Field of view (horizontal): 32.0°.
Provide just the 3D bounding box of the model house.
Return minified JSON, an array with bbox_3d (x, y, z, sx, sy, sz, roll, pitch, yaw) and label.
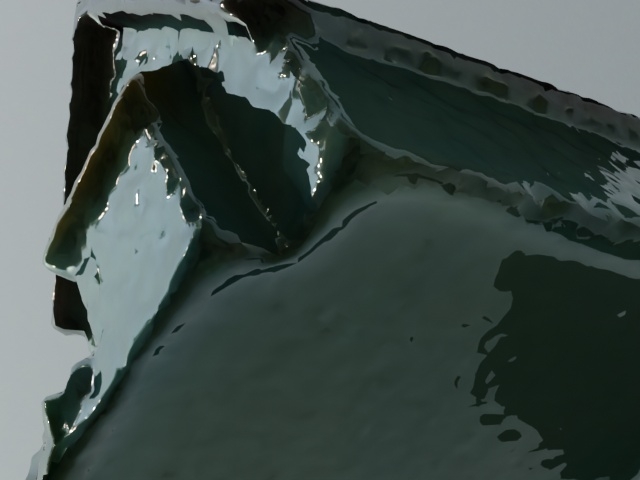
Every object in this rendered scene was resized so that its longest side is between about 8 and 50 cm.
[{"bbox_3d":[0.000,0.000,0.493,0.230,0.281,0.248,-59,-141,23],"label":"model house"}]
